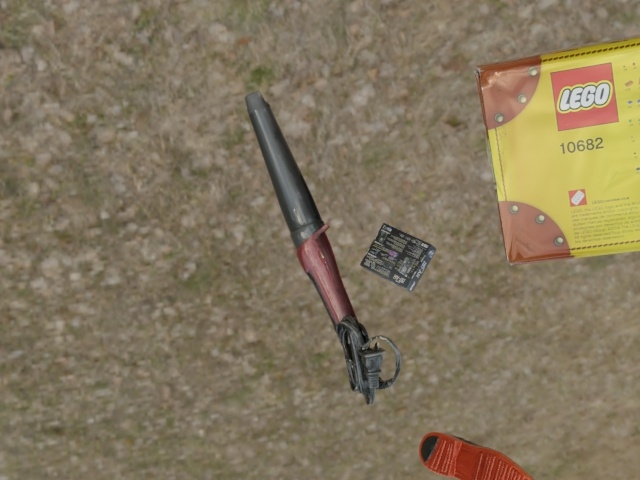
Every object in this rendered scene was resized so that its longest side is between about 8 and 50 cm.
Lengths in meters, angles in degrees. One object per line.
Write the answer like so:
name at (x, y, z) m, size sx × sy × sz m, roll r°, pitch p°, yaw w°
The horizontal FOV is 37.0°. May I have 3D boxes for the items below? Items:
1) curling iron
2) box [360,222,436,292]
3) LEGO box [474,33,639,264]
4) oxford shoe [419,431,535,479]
curling iron at (0.000, 0.000, 0.770) m, size 0.035 × 0.274 × 0.068 m, roll -16°, pitch 166°, yaw -23°
box at (0.101, 0.022, 1.251) m, size 0.018 × 0.083 × 0.067 m, roll 35°, pitch 82°, yaw -52°
LEGO box at (0.434, -0.130, 0.971) m, size 0.500 × 0.193 × 0.372 m, roll -8°, pitch -171°, yaw 16°
oxford shoe at (0.312, 0.422, 1.759) m, size 0.098 × 0.271 × 0.097 m, roll 14°, pitch 96°, yaw -44°
